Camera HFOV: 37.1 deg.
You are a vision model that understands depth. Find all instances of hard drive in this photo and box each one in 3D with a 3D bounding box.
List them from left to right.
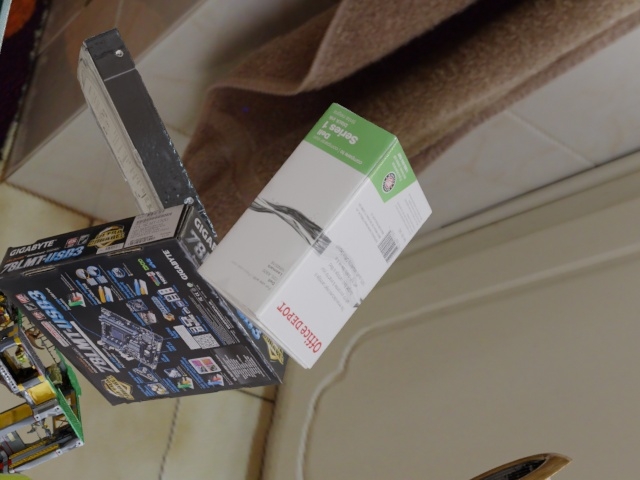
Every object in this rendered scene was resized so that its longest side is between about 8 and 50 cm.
[{"bbox_3d":[-0.277,-0.137,1.476,0.064,0.237,0.339,-27,95,-16],"label":"hard drive"}]

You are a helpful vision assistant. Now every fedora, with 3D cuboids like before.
[{"bbox_3d":[0.222,0.317,1.124,0.194,0.194,0.079,-16,81,-42],"label":"fedora"}]

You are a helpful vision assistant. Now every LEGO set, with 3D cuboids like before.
[{"bbox_3d":[-0.540,0.237,1.589,0.192,0.255,0.331,-23,131,-6],"label":"LEGO set"}]

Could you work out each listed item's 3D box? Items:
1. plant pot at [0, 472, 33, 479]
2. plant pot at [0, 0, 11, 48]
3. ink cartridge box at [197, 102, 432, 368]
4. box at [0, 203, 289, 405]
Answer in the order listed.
[{"bbox_3d":[-0.484,0.422,1.228,0.227,0.228,0.207,13,53,-41],"label":"plant pot"},{"bbox_3d":[-0.594,-0.277,1.342,0.247,0.252,0.248,12,90,-26],"label":"plant pot"},{"bbox_3d":[0.000,0.000,0.960,0.219,0.092,0.160,-51,149,-10],"label":"ink cartridge box"},{"bbox_3d":[-0.233,0.101,1.282,0.295,0.293,0.073,58,32,-37],"label":"box"}]
